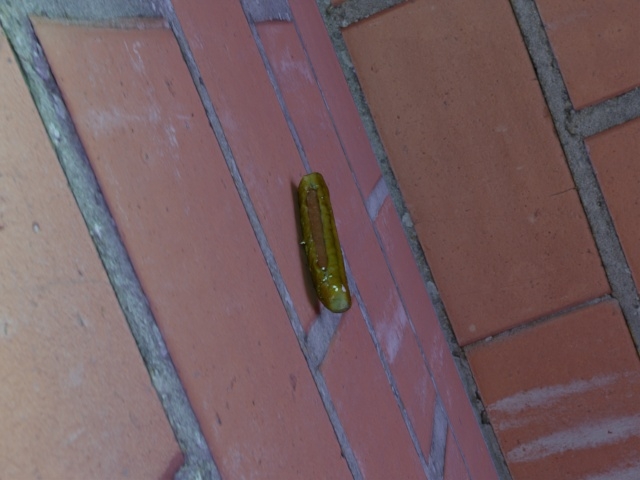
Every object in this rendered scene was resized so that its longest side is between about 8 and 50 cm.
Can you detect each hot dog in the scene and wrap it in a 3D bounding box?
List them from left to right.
[{"bbox_3d":[0.004,0.000,1.659,0.286,0.061,0.088,-99,167,-47],"label":"hot dog"}]
